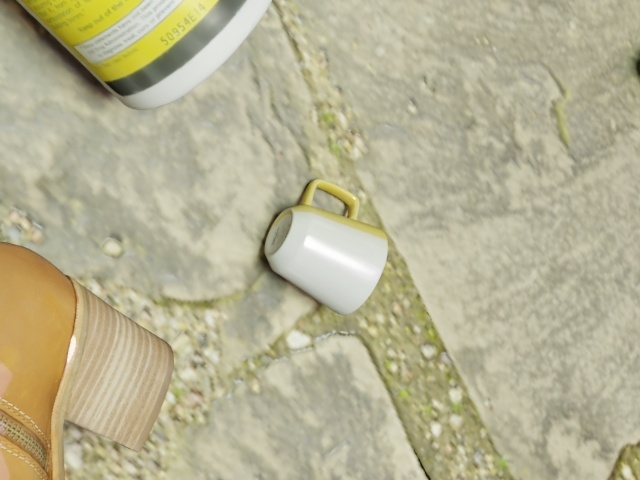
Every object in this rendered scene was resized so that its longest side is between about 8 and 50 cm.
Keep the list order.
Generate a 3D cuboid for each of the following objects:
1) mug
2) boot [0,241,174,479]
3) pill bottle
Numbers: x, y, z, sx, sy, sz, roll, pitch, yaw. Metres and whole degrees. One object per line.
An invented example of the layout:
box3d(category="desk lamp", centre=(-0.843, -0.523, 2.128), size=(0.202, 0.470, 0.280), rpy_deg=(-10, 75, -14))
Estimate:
box3d(category="mug", centre=(-0.002, 0.004, 0.795), size=(0.064, 0.078, 0.062), rpy_deg=(26, 113, -23))
box3d(category="boot", centre=(-0.213, 0.129, 0.628), size=(0.220, 0.109, 0.283), rpy_deg=(30, 76, -32))
box3d(category="pill bottle", centre=(-0.131, -0.178, 0.649), size=(0.208, 0.119, 0.119), rpy_deg=(45, 71, -28))
